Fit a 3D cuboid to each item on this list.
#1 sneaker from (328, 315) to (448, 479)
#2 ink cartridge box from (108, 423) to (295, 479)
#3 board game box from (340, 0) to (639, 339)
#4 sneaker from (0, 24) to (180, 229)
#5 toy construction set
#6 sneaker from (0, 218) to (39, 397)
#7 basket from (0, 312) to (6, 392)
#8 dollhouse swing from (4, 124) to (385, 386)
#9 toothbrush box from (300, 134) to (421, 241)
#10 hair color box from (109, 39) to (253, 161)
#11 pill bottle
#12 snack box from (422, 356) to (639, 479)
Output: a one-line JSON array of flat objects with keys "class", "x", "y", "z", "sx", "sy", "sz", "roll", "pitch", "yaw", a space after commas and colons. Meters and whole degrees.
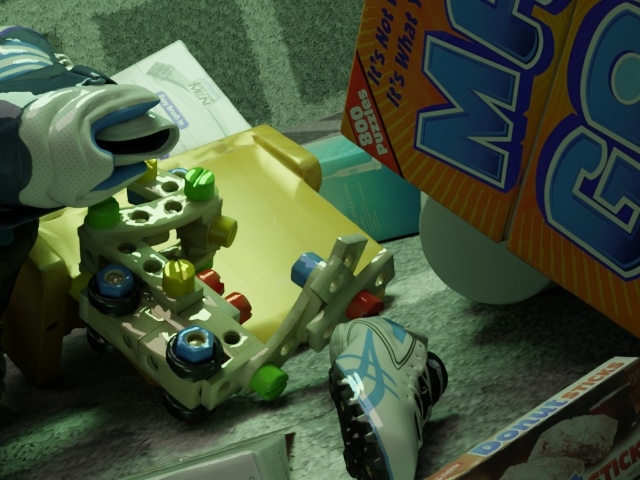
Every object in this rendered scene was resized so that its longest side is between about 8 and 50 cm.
[{"class": "sneaker", "x": 0.050, "y": 0.107, "z": 0.855, "sx": 0.086, "sy": 0.085, "sz": 0.237, "roll": -9, "pitch": 14, "yaw": 2}, {"class": "ink cartridge box", "x": -0.107, "y": 0.183, "z": 0.854, "sx": 0.181, "sy": 0.056, "sz": 0.225, "roll": -17, "pitch": -8, "yaw": 4}, {"class": "board game box", "x": 0.285, "y": -0.193, "z": 0.903, "sx": 0.356, "sy": 0.357, "sz": 0.356, "roll": -25, "pitch": 49, "yaw": -38}, {"class": "sneaker", "x": -0.237, "y": -0.111, "z": 1.145, "sx": 0.236, "sy": 0.130, "sz": 0.323, "roll": 10, "pitch": 20, "yaw": 7}, {"class": "toy construction set", "x": -0.096, "y": 0.039, "z": 1.104, "sx": 0.327, "sy": 0.151, "sz": 0.215, "roll": 23, "pitch": 41, "yaw": 36}, {"class": "sneaker", "x": -0.357, "y": 0.058, "z": 1.145, "sx": 0.140, "sy": 0.125, "sz": 0.341, "roll": -47, "pitch": 29, "yaw": 36}, {"class": "basket", "x": -0.490, "y": 0.142, "z": 1.278, "sx": 0.299, "sy": 0.223, "sz": 0.213, "roll": -3, "pitch": 35, "yaw": -29}, {"class": "dollhouse swing", "x": -0.134, "y": 0.077, "z": 1.351, "sx": 0.346, "sy": 0.305, "sz": 0.315, "roll": -24, "pitch": -29, "yaw": -30}, {"class": "toothbrush box", "x": 0.027, "y": -0.069, "z": 1.649, "sx": 0.295, "sy": 0.126, "sz": 0.216, "roll": -13, "pitch": 12, "yaw": 20}, {"class": "hair color box", "x": -0.261, "y": -0.082, "z": 1.490, "sx": 0.338, "sy": 0.185, "sz": 0.110, "roll": -32, "pitch": -27, "yaw": -13}, {"class": "pill bottle", "x": 0.196, "y": -0.052, "z": 1.166, "sx": 0.176, "sy": 0.176, "sz": 0.318, "roll": -12, "pitch": 12, "yaw": 24}, {"class": "snack box", "x": 0.124, "y": 0.128, "z": 0.674, "sx": 0.178, "sy": 0.064, "sz": 0.022, "roll": -25, "pitch": 14, "yaw": -34}]
